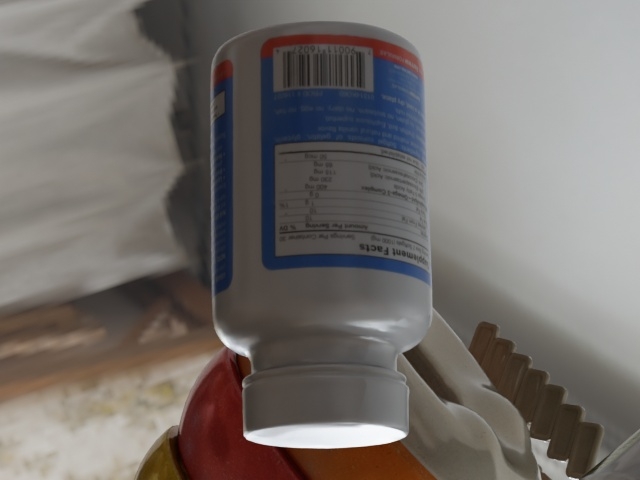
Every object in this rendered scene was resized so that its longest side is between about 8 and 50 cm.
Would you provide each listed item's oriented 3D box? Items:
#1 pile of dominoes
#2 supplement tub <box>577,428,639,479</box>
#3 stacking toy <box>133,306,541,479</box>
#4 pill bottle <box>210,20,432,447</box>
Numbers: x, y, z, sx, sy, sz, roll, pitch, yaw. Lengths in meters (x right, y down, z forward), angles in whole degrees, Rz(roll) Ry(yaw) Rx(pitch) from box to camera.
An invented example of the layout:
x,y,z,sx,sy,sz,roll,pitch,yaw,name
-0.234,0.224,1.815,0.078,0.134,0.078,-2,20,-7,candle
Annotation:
x,y,z,sx,sy,sz,roll,pitch,yaw,name
0.190,0.221,1.979,0.196,0.040,0.251,-55,-139,8,pile of dominoes
0.333,0.251,1.586,0.235,0.325,0.235,35,-37,32,supplement tub
-0.060,0.249,1.840,0.480,0.350,0.350,-40,-114,12,stacking toy
0.000,0.000,1.073,0.124,0.124,0.221,-24,-117,58,pill bottle
